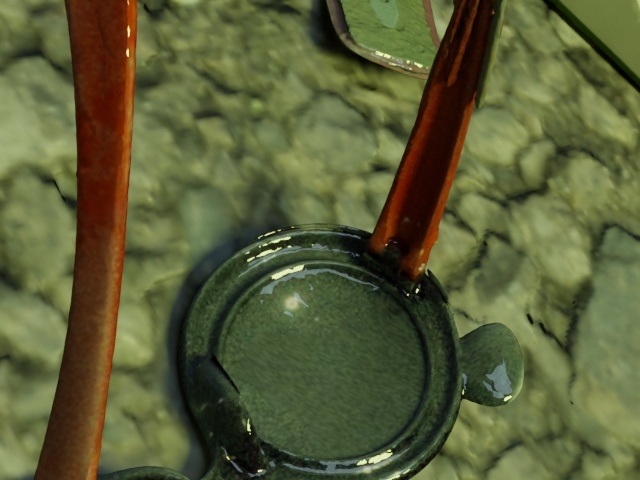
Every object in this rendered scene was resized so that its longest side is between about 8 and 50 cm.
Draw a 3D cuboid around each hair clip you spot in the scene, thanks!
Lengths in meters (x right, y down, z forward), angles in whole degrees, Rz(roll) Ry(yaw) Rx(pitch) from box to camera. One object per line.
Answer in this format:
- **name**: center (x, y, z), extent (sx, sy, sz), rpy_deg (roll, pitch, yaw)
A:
- **hair clip**: center (0.027, -0.121, 0.712), extent (0.054, 0.022, 0.137), rpy_deg (15, 52, -25)

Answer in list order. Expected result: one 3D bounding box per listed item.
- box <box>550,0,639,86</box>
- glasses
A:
- **box**: center (0.185, -0.195, 0.751), extent (0.177, 0.195, 0.148), rpy_deg (44, 46, 0)
- **glasses**: center (0.000, 0.000, 0.448), extent (0.118, 0.268, 0.234), rpy_deg (31, 46, 13)
